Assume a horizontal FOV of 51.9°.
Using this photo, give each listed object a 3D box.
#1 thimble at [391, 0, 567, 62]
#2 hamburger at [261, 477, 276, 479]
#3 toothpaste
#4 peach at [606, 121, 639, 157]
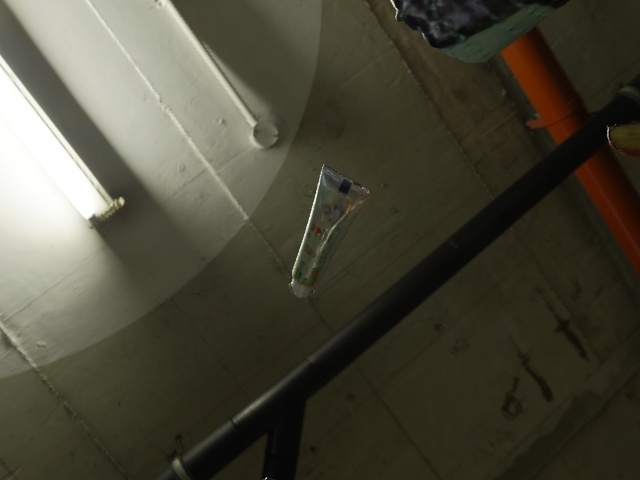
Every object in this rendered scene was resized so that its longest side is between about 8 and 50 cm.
[{"bbox_3d":[0.170,-0.314,0.716,0.237,0.150,0.237,25,-129,-36],"label":"thimble"},{"bbox_3d":[-0.013,0.452,0.962,0.262,0.131,0.124,15,-102,26],"label":"hamburger"},{"bbox_3d":[0.000,0.000,1.056,0.058,0.314,0.056,-6,-123,-21],"label":"toothpaste"},{"bbox_3d":[0.436,-0.138,0.893,0.083,0.077,0.050,1,-92,-22],"label":"peach"}]
